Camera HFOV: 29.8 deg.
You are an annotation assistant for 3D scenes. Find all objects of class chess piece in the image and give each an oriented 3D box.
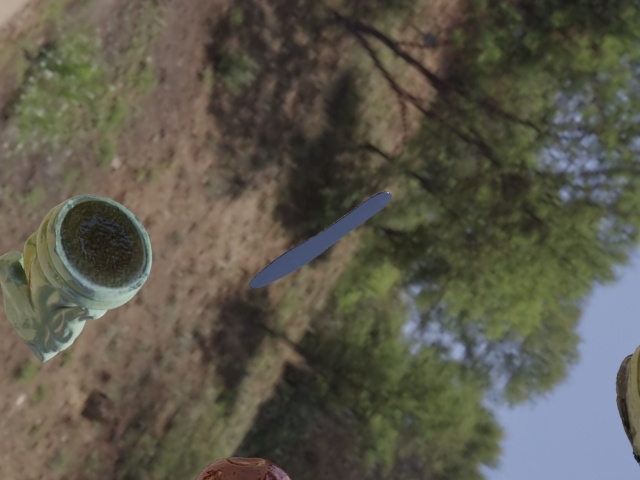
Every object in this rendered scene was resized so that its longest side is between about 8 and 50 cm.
[{"bbox_3d":[-0.394,0.063,1.804,0.298,0.176,0.176,-35,-163,43],"label":"chess piece"}]

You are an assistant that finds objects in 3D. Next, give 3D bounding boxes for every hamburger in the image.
[{"bbox_3d":[0.294,0.142,0.982,0.062,0.140,0.133,-26,169,36],"label":"hamburger"}]

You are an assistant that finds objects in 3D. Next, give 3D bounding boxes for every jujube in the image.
[{"bbox_3d":[-0.116,0.415,1.670,0.155,0.155,0.230,139,-34,-58],"label":"jujube"}]

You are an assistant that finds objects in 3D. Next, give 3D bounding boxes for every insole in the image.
[{"bbox_3d":[0.000,0.000,1.083,0.152,0.002,0.053,-35,158,9],"label":"insole"}]
